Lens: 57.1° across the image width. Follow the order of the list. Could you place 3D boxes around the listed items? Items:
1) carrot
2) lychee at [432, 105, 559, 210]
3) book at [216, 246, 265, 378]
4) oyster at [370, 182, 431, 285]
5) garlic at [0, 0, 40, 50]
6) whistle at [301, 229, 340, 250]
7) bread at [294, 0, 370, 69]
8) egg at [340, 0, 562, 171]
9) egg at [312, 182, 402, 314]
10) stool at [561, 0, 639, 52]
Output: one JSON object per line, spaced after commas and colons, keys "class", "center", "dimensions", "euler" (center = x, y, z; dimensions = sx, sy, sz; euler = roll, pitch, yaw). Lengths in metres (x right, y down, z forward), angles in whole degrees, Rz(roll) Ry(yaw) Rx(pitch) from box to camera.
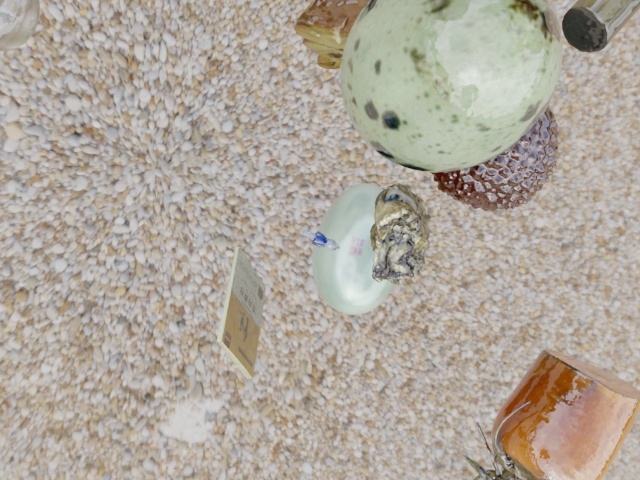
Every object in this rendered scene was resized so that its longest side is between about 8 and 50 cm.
{"class": "carrot", "center": [0.406, 0.337, 1.023], "dimensions": [0.331, 0.193, 0.214], "euler": [-53, 141, -6]}
{"class": "lychee", "center": [0.337, -0.187, 1.149], "dimensions": [0.300, 0.264, 0.264], "euler": [7, 95, -24]}
{"class": "book", "center": [-0.119, 0.111, 0.913], "dimensions": [0.012, 0.172, 0.118], "euler": [-9, 139, 15]}
{"class": "oyster", "center": [0.164, -0.018, 1.121], "dimensions": [0.223, 0.083, 0.214], "euler": [-50, 142, -42]}
{"class": "garlic", "center": [-0.750, -0.540, 1.276], "dimensions": [0.292, 0.210, 0.237], "euler": [-43, 72, 19]}
{"class": "whistle", "center": [0.000, 0.000, 1.179], "dimensions": [0.083, 0.033, 0.029], "euler": [26, 66, -13]}
{"class": "bread", "center": [0.120, -0.575, 1.604], "dimensions": [0.277, 0.324, 0.167], "euler": [-53, 149, -21]}
{"class": "egg", "center": [0.177, -0.238, 0.828], "dimensions": [0.287, 0.379, 0.288], "euler": [-3, 101, -16]}
{"class": "egg", "center": [0.098, 0.014, 1.518], "dimensions": [0.229, 0.230, 0.371], "euler": [21, 58, -17]}
{"class": "stool", "center": [0.358, -0.341, 0.516], "dimensions": [0.226, 0.310, 0.310], "euler": [-42, 125, -12]}
